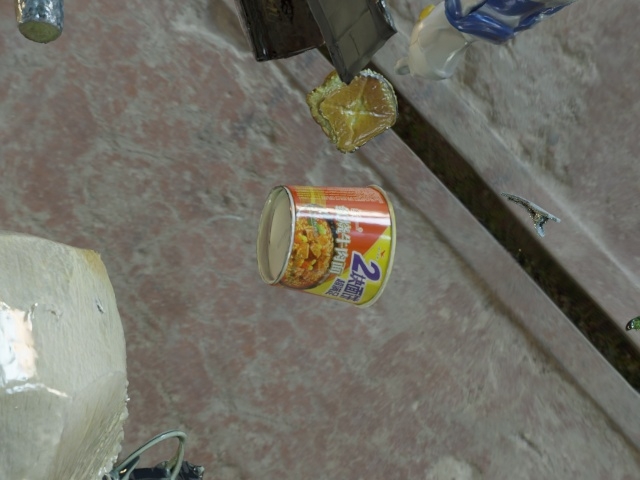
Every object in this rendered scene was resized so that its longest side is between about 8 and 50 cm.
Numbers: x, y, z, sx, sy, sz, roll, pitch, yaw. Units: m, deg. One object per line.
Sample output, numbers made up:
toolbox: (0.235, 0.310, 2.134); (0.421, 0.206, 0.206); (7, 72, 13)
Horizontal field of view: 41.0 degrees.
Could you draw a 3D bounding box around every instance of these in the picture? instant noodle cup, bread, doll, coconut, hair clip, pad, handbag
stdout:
instant noodle cup: (0.000, 0.000, 1.395); (0.174, 0.213, 0.213); (7, 91, -22)
bread: (0.054, -0.227, 1.429); (0.140, 0.069, 0.128); (-36, 120, -4)
doll: (0.136, -0.177, 0.602); (0.227, 0.114, 0.057); (-29, 73, 34)
coconut: (-0.385, 0.142, 0.961); (0.346, 0.346, 0.360); (-21, 68, 12)
hair clip: (0.327, -0.045, 1.357); (0.039, 0.030, 0.115); (-58, 36, 11)
pad: (0.012, -0.312, 0.987); (0.022, 0.174, 0.233); (-23, 86, -20)
handbag: (-0.278, 0.375, 1.154); (0.315, 0.241, 0.109); (-43, 65, 18)

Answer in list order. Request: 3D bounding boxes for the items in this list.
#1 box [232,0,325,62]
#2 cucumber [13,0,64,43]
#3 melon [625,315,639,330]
box: (-0.103, -0.457, 1.387); (0.116, 0.415, 0.264); (-16, 114, -2)
cucumber: (-0.346, -0.295, 1.056); (0.064, 0.064, 0.112); (-24, 61, 12)
melon: (0.417, 0.083, 0.934); (0.114, 0.262, 0.053); (-46, 51, 41)
